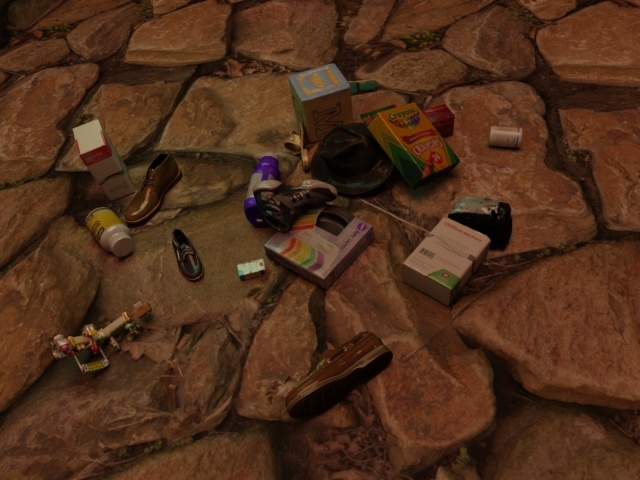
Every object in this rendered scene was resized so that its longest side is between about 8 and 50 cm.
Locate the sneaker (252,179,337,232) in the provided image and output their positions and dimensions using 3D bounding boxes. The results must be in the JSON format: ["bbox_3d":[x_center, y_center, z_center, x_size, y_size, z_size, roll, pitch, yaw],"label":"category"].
[{"bbox_3d":[-0.077,-0.104,1.652,0.269,0.101,0.153,1,66,-9],"label":"sneaker"}]

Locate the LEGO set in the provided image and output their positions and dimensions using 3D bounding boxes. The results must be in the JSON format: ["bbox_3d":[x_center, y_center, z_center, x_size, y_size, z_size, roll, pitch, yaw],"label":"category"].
[{"bbox_3d":[-0.594,0.282,1.482,0.287,0.132,0.107,-21,63,-40],"label":"LEGO set"}]

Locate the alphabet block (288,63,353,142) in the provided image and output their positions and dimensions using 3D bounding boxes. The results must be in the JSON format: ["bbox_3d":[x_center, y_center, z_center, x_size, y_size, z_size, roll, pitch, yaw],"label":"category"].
[{"bbox_3d":[0.005,-0.524,2.014,0.194,0.197,0.192,-17,49,-6],"label":"alphabet block"}]

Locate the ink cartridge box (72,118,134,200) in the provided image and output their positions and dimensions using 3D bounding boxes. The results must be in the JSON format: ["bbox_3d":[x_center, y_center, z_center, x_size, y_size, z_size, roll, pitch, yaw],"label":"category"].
[{"bbox_3d":[-0.780,-0.286,1.909,0.100,0.237,0.172,-25,51,-9],"label":"ink cartridge box"}]

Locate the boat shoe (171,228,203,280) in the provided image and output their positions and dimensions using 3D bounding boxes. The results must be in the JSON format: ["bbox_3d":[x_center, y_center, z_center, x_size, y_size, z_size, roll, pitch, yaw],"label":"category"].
[{"bbox_3d":[-0.432,0.042,1.684,0.075,0.065,0.206,-24,50,-12],"label":"boat shoe"}]

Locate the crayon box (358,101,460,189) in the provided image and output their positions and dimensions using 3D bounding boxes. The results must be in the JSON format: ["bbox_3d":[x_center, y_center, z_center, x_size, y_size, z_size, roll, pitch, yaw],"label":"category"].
[{"bbox_3d":[0.296,-0.341,1.765,0.202,0.081,0.318,-27,76,-37],"label":"crayon box"}]

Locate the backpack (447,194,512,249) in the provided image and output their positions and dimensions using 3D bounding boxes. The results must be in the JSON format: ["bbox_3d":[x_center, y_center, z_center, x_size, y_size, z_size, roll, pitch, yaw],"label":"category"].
[{"bbox_3d":[0.479,-0.063,1.593,0.182,0.151,0.115,11,46,33],"label":"backpack"}]

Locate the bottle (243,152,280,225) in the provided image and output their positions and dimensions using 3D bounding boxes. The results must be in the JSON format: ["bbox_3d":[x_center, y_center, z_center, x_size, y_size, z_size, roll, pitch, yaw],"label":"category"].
[{"bbox_3d":[-0.193,-0.185,1.805,0.092,0.118,0.282,-3,50,11],"label":"bottle"}]

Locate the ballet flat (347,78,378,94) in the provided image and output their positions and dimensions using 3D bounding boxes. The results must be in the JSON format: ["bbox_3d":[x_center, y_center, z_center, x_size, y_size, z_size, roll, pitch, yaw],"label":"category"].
[{"bbox_3d":[0.154,-0.637,2.193,0.168,0.057,0.052,-4,21,1],"label":"ballet flat"}]

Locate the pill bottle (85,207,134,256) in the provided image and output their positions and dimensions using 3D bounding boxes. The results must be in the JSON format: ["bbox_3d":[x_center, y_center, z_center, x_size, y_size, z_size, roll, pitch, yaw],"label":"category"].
[{"bbox_3d":[-0.697,-0.026,1.759,0.103,0.103,0.184,-37,54,-21],"label":"pill bottle"}]

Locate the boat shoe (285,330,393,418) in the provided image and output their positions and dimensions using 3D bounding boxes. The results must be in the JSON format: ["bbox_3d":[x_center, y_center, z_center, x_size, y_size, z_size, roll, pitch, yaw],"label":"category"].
[{"bbox_3d":[0.033,0.336,1.340,0.307,0.110,0.104,-24,46,-24],"label":"boat shoe"}]

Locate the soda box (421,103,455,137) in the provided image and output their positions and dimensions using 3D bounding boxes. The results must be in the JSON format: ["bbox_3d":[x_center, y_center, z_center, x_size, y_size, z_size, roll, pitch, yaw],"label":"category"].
[{"bbox_3d":[0.351,-0.407,1.927,0.263,0.092,0.083,-18,50,-6],"label":"soda box"}]

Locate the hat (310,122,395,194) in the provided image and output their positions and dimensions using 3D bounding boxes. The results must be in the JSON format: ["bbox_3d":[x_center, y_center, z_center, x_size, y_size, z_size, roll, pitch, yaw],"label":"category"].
[{"bbox_3d":[0.097,-0.316,1.809,0.332,0.134,0.331,-11,57,18],"label":"hat"}]

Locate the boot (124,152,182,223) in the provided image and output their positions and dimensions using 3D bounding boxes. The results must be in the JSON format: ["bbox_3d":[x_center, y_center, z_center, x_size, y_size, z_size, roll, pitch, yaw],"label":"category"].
[{"bbox_3d":[-0.612,-0.190,1.882,0.112,0.115,0.305,13,54,17],"label":"boot"}]

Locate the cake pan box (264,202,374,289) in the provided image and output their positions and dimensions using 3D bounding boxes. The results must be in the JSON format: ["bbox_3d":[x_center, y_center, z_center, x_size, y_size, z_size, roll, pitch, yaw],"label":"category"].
[{"bbox_3d":[0.000,0.000,1.652,0.246,0.070,0.267,30,60,27],"label":"cake pan box"}]

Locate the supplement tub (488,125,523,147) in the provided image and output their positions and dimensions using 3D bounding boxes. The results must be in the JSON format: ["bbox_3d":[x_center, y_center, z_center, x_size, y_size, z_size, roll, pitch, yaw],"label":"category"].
[{"bbox_3d":[0.651,-0.365,1.859,0.107,0.071,0.071,9,52,16],"label":"supplement tub"}]

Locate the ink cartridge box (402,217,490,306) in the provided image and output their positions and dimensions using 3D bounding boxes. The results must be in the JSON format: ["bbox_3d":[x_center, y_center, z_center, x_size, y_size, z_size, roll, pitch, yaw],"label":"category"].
[{"bbox_3d":[0.364,0.057,1.526,0.160,0.092,0.219,31,60,29],"label":"ink cartridge box"}]

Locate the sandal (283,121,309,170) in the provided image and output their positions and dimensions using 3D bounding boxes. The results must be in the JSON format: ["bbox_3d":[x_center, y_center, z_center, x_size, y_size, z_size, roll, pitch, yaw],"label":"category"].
[{"bbox_3d":[-0.096,-0.352,1.955,0.079,0.088,0.240,-8,54,-5],"label":"sandal"}]

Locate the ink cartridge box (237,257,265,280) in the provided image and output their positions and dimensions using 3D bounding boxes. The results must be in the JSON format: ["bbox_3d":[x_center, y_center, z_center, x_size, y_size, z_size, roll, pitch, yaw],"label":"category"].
[{"bbox_3d":[-0.211,0.089,1.632,0.083,0.028,0.048,-14,49,-3],"label":"ink cartridge box"}]
